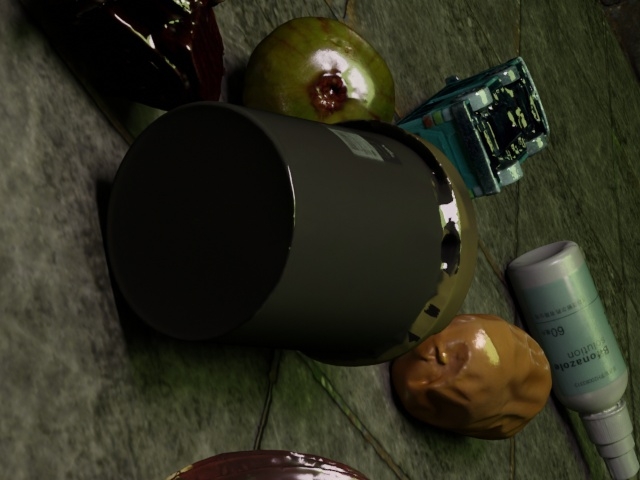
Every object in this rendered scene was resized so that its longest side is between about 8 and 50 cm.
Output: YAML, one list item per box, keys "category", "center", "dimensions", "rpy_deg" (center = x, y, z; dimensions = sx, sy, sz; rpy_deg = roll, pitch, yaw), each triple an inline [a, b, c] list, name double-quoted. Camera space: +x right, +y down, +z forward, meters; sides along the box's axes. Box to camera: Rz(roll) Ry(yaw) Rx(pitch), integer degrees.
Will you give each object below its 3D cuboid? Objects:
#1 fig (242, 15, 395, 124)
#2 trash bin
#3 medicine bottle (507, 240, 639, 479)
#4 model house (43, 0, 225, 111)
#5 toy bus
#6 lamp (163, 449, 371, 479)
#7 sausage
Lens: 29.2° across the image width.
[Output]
- category: "fig"
  center: [-0.008, -0.143, 1.237]
  dimensions: [0.259, 0.151, 0.151]
  rpy_deg: [-129, -164, -82]
- category: "trash bin"
  center: [0.000, 0.000, 1.006]
  dimensions: [0.333, 0.214, 0.214]
  rpy_deg: [3, 70, -58]
- category: "medicine bottle"
  center: [0.379, 0.179, 1.763]
  dimensions: [0.352, 0.110, 0.110]
  rpy_deg: [67, 25, -8]
- category: "model house"
  center: [-0.124, -0.203, 0.964]
  dimensions: [0.164, 0.141, 0.203]
  rpy_deg: [28, 50, -28]
- category: "toy bus"
  center: [0.191, -0.137, 1.558]
  dimensions: [0.256, 0.147, 0.128]
  rpy_deg: [-41, 111, -58]
- category: "lamp"
  center: [-0.032, 0.242, 0.742]
  dimensions: [0.247, 0.247, 0.247]
  rpy_deg: [44, 36, -45]
- category: "sausage"
  center: [0.173, 0.151, 1.347]
  dimensions: [0.241, 0.136, 0.120]
  rpy_deg: [33, 38, -59]
